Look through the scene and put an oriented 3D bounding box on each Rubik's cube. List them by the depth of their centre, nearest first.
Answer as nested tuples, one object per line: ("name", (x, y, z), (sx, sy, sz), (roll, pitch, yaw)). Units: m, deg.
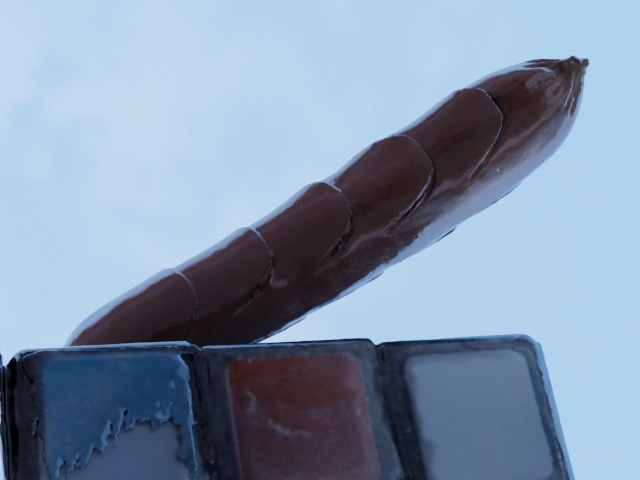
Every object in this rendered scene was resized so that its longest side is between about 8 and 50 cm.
("Rubik's cube", (-0.030, 0.283, 0.782), (0.358, 0.362, 0.363), (-2, -121, -21))

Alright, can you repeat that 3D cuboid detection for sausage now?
("sausage", (0.001, 0.000, 0.823), (0.433, 0.088, 0.088), (-31, -103, 7))
